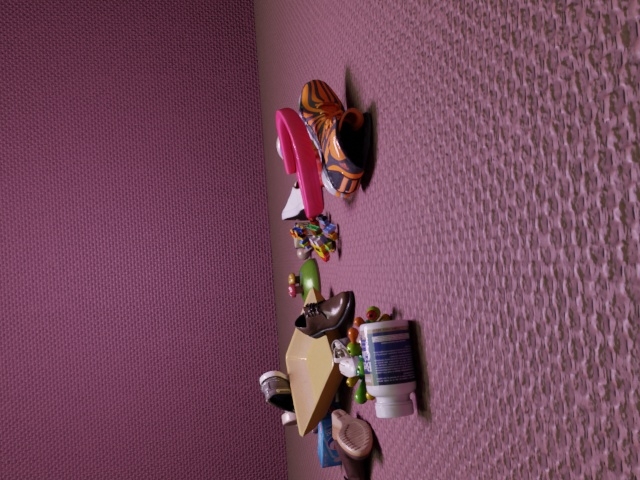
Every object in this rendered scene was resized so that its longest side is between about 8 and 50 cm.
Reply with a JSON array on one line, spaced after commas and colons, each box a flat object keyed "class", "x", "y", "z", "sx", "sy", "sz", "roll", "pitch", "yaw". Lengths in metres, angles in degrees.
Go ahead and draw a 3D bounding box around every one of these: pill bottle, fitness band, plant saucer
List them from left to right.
[{"class": "fitness band", "x": -0.049, "y": -0.194, "z": 1.339, "sx": 0.209, "sy": 0.054, "sz": 0.291, "roll": -119, "pitch": 13, "yaw": -48}, {"class": "plant saucer", "x": -0.009, "y": 0.372, "z": 1.646, "sx": 0.333, "sy": 0.080, "sz": 0.333, "roll": -109, "pitch": 32, "yaw": -53}, {"class": "pill bottle", "x": 0.128, "y": 0.236, "z": 0.986, "sx": 0.094, "sy": 0.094, "sz": 0.170, "roll": 128, "pitch": 137, "yaw": -74}]

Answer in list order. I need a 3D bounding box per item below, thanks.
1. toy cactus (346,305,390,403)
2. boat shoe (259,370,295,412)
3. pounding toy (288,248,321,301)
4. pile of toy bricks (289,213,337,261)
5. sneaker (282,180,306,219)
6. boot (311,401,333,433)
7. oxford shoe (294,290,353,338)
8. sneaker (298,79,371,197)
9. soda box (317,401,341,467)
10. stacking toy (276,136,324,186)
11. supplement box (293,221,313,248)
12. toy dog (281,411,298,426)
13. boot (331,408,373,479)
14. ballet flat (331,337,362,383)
[{"class": "toy cactus", "x": 0.110, "y": 0.232, "z": 1.137, "sx": 0.180, "sy": 0.112, "sz": 0.219, "roll": -60, "pitch": -34, "yaw": -76}, {"class": "boat shoe", "x": -0.086, "y": 0.545, "z": 1.815, "sx": 0.305, "sy": 0.109, "sz": 0.091, "roll": 38, "pitch": -159, "yaw": -36}, {"class": "pounding toy", "x": -0.071, "y": 0.133, "z": 1.940, "sx": 0.183, "sy": 0.110, "sz": 0.237, "roll": 143, "pitch": 122, "yaw": -77}, {"class": "pile of toy bricks", "x": 0.000, "y": 0.000, "z": 1.607, "sx": 0.212, "sy": 0.118, "sz": 0.105, "roll": 24, "pitch": 147, "yaw": 60}, {"class": "sneaker", "x": -0.061, "y": -0.138, "z": 1.842, "sx": 0.290, "sy": 0.105, "sz": 0.123, "roll": 156, "pitch": 114, "yaw": -67}, {"class": "boot", "x": 0.006, "y": 0.567, "z": 1.751, "sx": 0.037, "sy": 0.106, "sz": 0.114, "roll": 19, "pitch": 120, "yaw": 37}, {"class": "oxford shoe", "x": 0.005, "y": 0.202, "z": 1.463, "sx": 0.227, "sy": 0.096, "sz": 0.083, "roll": -44, "pitch": 34, "yaw": 38}, {"class": "sneaker", "x": 0.045, "y": -0.275, "z": 1.224, "sx": 0.180, "sy": 0.124, "sz": 0.321, "roll": 118, "pitch": 136, "yaw": -62}, {"class": "soda box", "x": 0.031, "y": 0.623, "z": 1.701, "sx": 0.071, "sy": 0.067, "sz": 0.210, "roll": -116, "pitch": 24, "yaw": -62}, {"class": "stacking toy", "x": -0.032, "y": -0.243, "z": 1.566, "sx": 0.330, "sy": 0.141, "sz": 0.141, "roll": -121, "pitch": 29, "yaw": -59}, {"class": "supplement box", "x": -0.048, "y": -0.019, "z": 1.828, "sx": 0.083, "sy": 0.083, "sz": 0.056, "roll": 102, "pitch": 161, "yaw": -57}, {"class": "toy dog", "x": -0.055, "y": 0.641, "z": 2.059, "sx": 0.334, "sy": 0.160, "sz": 0.220, "roll": 64, "pitch": -164, "yaw": -79}, {"class": "boot", "x": 0.098, "y": 0.567, "z": 1.369, "sx": 0.248, "sy": 0.090, "sz": 0.207, "roll": -171, "pitch": 65, "yaw": -77}, {"class": "ballet flat", "x": 0.073, "y": 0.316, "z": 1.368, "sx": 0.213, "sy": 0.068, "sz": 0.072, "roll": -129, "pitch": 37, "yaw": -71}]
